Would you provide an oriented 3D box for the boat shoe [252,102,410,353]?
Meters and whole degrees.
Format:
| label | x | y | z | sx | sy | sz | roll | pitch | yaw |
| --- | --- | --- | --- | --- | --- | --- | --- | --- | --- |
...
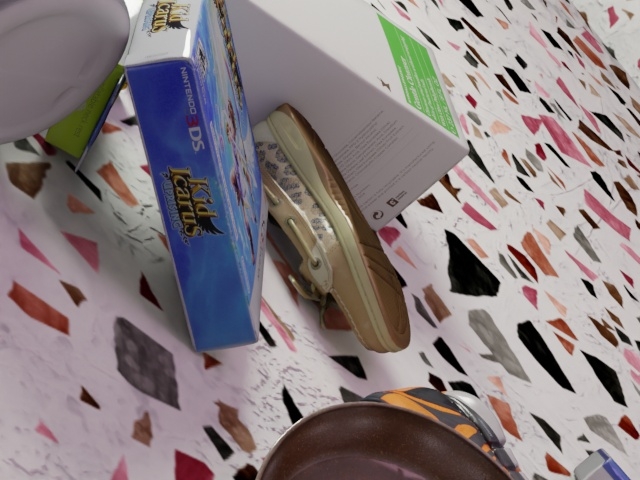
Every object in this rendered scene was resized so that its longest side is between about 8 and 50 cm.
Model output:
| label | x | y | z | sx | sy | sz | roll | pitch | yaw |
| --- | --- | --- | --- | --- | --- | --- | --- | --- | --- |
| boat shoe | 0.000 | 0.000 | 1.793 | 0.285 | 0.089 | 0.104 | 64 | 11 | 29 |

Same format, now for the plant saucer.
| label | x | y | z | sx | sy | sz | roll | pitch | yaw |
| --- | --- | --- | --- | --- | --- | --- | --- | --- | --- |
| plant saucer | 0.067 | 0.269 | 1.389 | 0.310 | 0.050 | 0.311 | 22 | 45 | -24 |

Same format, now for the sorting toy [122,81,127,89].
| label | x | y | z | sx | sy | sz | roll | pitch | yaw |
| --- | --- | --- | --- | --- | --- | --- | --- | --- | --- |
| sorting toy | -0.215 | -0.174 | 1.739 | 0.075 | 0.045 | 0.083 | -11 | 63 | -55 |

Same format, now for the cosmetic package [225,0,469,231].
| label | x | y | z | sx | sy | sz | roll | pitch | yaw |
| --- | --- | --- | --- | --- | --- | --- | --- | --- | --- |
| cosmetic package | -0.034 | -0.186 | 1.935 | 0.365 | 0.155 | 0.197 | 31 | 29 | -37 |

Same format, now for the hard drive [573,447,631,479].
| label | x | y | z | sx | sy | sz | roll | pitch | yaw |
| --- | --- | --- | --- | --- | --- | --- | --- | --- | --- |
| hard drive | 0.377 | 0.347 | 1.845 | 0.319 | 0.040 | 0.210 | 50 | 2 | 7 |

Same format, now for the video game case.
| label | x | y | z | sx | sy | sz | roll | pitch | yaw |
| --- | --- | --- | --- | --- | --- | --- | --- | --- | --- |
| video game case | -0.099 | -0.084 | 1.571 | 0.244 | 0.061 | 0.269 | -90 | 171 | -60 |

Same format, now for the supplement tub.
| label | x | y | z | sx | sy | sz | roll | pitch | yaw |
| --- | --- | --- | --- | --- | --- | --- | --- | --- | --- |
| supplement tub | -0.305 | -0.248 | 1.492 | 0.193 | 0.193 | 0.316 | 7 | 44 | -58 |

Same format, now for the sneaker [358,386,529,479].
| label | x | y | z | sx | sy | sz | roll | pitch | yaw |
| --- | --- | --- | --- | --- | --- | --- | --- | --- | --- |
| sneaker | 0.125 | 0.252 | 1.556 | 0.180 | 0.124 | 0.321 | 11 | 31 | -50 |

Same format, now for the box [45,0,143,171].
| label | x | y | z | sx | sy | sz | roll | pitch | yaw |
| --- | --- | --- | --- | --- | --- | --- | --- | --- | --- |
| box | -0.189 | -0.151 | 1.621 | 0.042 | 0.109 | 0.178 | 27 | 35 | -6 |
